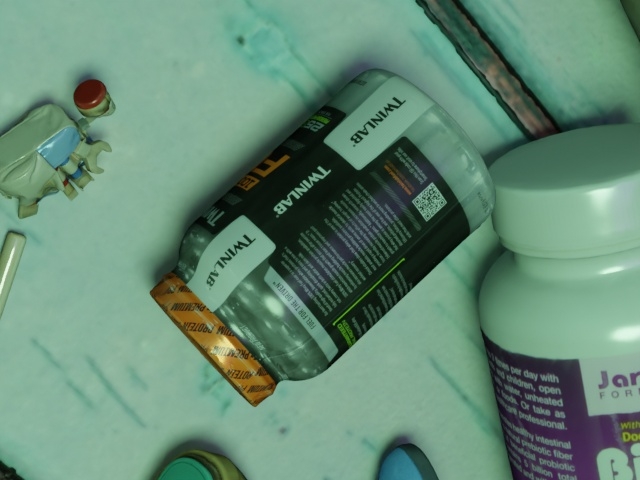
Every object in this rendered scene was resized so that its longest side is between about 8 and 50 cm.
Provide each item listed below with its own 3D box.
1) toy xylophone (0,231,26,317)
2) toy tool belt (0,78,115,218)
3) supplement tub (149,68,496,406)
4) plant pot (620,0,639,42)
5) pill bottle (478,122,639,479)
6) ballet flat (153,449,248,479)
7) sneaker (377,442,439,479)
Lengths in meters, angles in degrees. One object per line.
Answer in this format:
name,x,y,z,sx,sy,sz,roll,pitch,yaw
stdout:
toy xylophone,-0.279,0.056,0.648,0.236,0.081,0.323,12,98,-26
toy tool belt,-0.146,-0.049,0.705,0.083,0.052,0.051,-39,145,-7
supplement tub,0.000,0.000,0.736,0.190,0.117,0.117,-42,115,-10
plant pot,0.348,-0.123,0.779,0.280,0.323,0.323,45,82,-8
pill bottle,0.196,0.085,0.811,0.169,0.169,0.301,-21,110,-18
ballet flat,-0.114,0.235,0.768,0.232,0.080,0.073,-53,145,-2
sneaker,0.042,0.240,0.837,0.082,0.069,0.209,-5,104,-18
